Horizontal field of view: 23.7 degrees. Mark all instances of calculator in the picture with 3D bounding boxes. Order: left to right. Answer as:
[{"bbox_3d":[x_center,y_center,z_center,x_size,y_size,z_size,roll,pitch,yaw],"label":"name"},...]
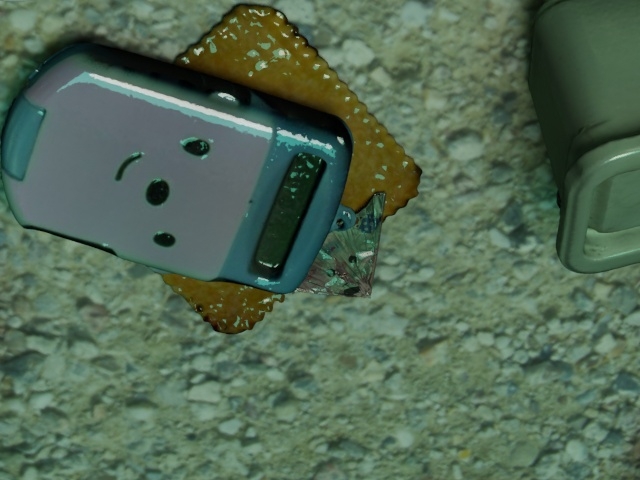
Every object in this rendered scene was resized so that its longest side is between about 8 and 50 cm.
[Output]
[{"bbox_3d":[-0.109,-0.052,1.215,0.293,0.051,0.173,16,115,-15],"label":"calculator"}]

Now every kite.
[{"bbox_3d":[0.000,0.000,1.294,0.139,0.011,0.157,-35,120,6],"label":"kite"}]

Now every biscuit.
[{"bbox_3d":[-0.063,-0.053,1.264,0.232,0.013,0.237,-38,118,11],"label":"biscuit"}]

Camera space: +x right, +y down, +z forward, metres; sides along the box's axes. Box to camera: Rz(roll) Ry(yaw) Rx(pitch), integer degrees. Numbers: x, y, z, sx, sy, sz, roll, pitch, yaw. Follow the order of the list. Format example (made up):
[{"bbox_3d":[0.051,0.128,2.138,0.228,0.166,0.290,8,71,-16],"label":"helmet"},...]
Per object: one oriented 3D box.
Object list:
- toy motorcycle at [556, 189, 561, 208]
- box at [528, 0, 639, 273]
[{"bbox_3d":[0.299,-0.027,1.295,0.190,0.106,0.074,-2,118,-12],"label":"toy motorcycle"},{"bbox_3d":[0.315,-0.117,1.189,0.311,0.182,0.175,-13,151,-3],"label":"box"}]
